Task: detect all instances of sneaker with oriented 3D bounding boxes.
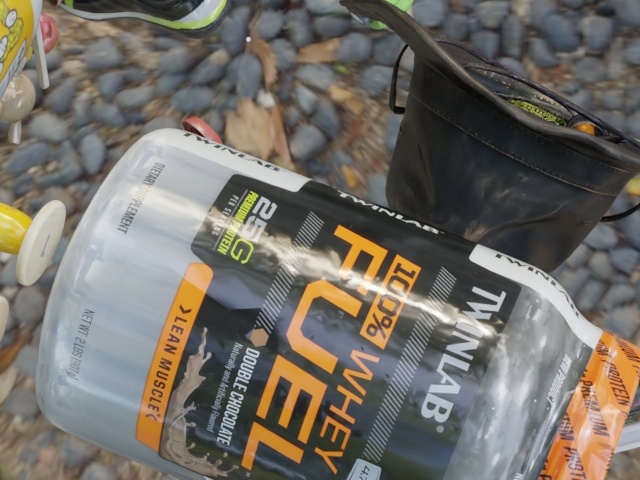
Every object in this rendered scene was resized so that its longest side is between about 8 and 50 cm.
[{"bbox_3d":[-0.199,-0.281,1.789,0.235,0.097,0.084,12,67,24],"label":"sneaker"}]

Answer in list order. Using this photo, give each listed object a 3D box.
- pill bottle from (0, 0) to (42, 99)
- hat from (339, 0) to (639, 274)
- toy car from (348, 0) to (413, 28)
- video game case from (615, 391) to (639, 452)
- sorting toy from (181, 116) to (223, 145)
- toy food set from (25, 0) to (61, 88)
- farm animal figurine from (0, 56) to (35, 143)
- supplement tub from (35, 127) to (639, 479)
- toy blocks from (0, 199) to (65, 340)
[{"bbox_3d":[-0.159,-0.062,0.544,0.117,0.117,0.208,25,58,-5],"label":"pill bottle"},{"bbox_3d":[0.120,-0.052,1.195,0.331,0.331,0.134,29,99,-5],"label":"hat"},{"bbox_3d":[0.022,-0.249,1.373,0.239,0.053,0.225,-48,133,-6],"label":"toy car"},{"bbox_3d":[0.254,0.116,1.195,0.143,0.157,0.019,-19,89,25],"label":"video game case"},{"bbox_3d":[-0.101,-0.067,1.599,0.042,0.061,0.102,-45,98,-13],"label":"sorting toy"},{"bbox_3d":[-0.319,-0.259,1.804,0.071,0.218,0.128,-31,141,-23],"label":"toy food set"},{"bbox_3d":[-0.322,-0.186,1.472,0.172,0.327,0.330,-11,78,-7],"label":"farm animal figurine"},{"bbox_3d":[0.013,0.079,1.060,0.338,0.207,0.207,21,96,8],"label":"supplement tub"},{"bbox_3d":[-0.237,0.001,0.966,0.148,0.054,0.123,23,60,8],"label":"toy blocks"}]
